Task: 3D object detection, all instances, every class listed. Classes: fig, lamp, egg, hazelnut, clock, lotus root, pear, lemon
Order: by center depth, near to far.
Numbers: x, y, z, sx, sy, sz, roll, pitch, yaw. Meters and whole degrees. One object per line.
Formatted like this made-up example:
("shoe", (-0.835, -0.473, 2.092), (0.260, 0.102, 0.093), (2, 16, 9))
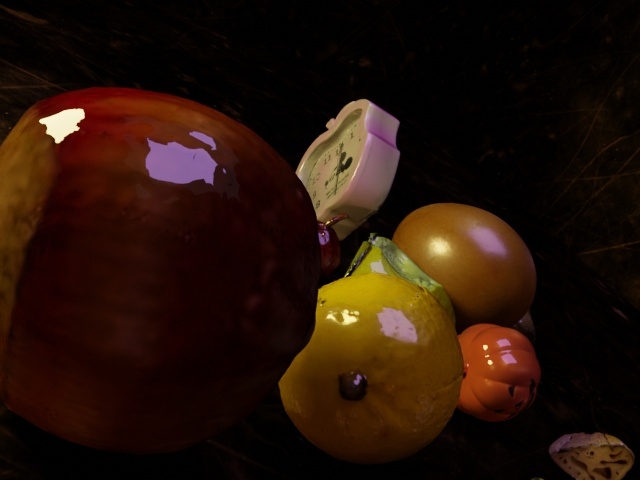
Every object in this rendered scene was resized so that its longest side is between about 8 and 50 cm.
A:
("hazelnut", (-0.196, 0.041, 0.886), (0.420, 0.421, 0.353), (32, 2, -3))
("lemon", (0.075, 0.185, 1.156), (0.297, 0.297, 0.297), (28, 21, -12))
("lamp", (0.319, 0.251, 1.488), (0.163, 0.188, 0.188), (11, 29, -31))
("lotus root", (0.543, 0.438, 1.552), (0.159, 0.096, 0.135), (-3, 2, 23))
("pear", (0.159, 0.125, 1.590), (0.292, 0.159, 0.292), (31, 21, -13))
("fig", (-0.004, 0.017, 1.644), (0.128, 0.150, 0.129), (27, 56, -47))
("egg", (0.324, 0.062, 1.786), (0.351, 0.283, 0.282), (38, 21, 20))
("clock", (0.057, -0.168, 1.870), (0.102, 0.339, 0.339), (26, 21, -25))

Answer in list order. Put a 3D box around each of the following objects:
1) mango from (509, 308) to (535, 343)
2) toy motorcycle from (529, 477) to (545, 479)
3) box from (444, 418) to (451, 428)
("mango", (0.451, 0.136, 2.004), (0.176, 0.176, 0.330), (2, 44, 4))
("toy motorcycle", (0.317, 0.475, 1.049), (0.206, 0.142, 0.342), (28, 23, -17))
("box", (0.111, 0.258, 1.365), (0.230, 0.050, 0.160), (44, 22, 27))
